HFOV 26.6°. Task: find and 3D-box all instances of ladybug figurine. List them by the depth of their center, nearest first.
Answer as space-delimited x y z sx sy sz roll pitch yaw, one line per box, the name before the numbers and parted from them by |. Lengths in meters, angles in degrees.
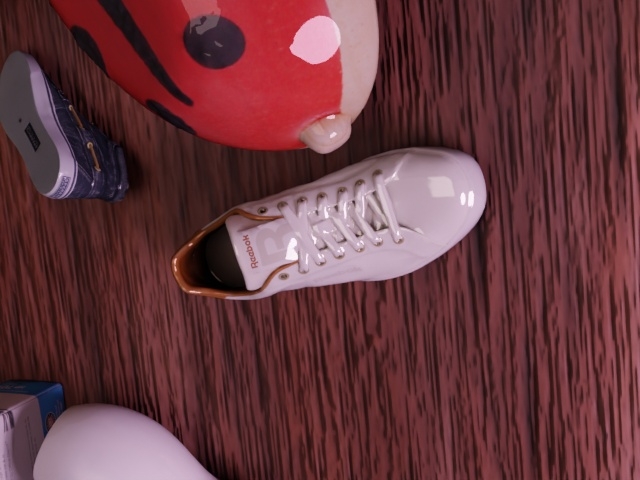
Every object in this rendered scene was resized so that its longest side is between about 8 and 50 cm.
ladybug figurine | -0.127 -0.248 1.092 0.449 0.162 0.305 53 143 13

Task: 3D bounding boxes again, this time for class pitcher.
pitcher | -0.174 0.260 1.327 0.207 0.125 0.177 24 129 9

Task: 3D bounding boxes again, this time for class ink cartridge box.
ink cartridge box | -0.337 0.235 1.357 0.082 0.191 0.139 1 103 28

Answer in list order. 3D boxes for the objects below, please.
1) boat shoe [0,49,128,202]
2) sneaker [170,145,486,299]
boat shoe | -0.249 -0.105 1.300 0.065 0.083 0.183 -48 51 29
sneaker | 0.000 0.000 1.154 0.290 0.123 0.106 -19 91 30
